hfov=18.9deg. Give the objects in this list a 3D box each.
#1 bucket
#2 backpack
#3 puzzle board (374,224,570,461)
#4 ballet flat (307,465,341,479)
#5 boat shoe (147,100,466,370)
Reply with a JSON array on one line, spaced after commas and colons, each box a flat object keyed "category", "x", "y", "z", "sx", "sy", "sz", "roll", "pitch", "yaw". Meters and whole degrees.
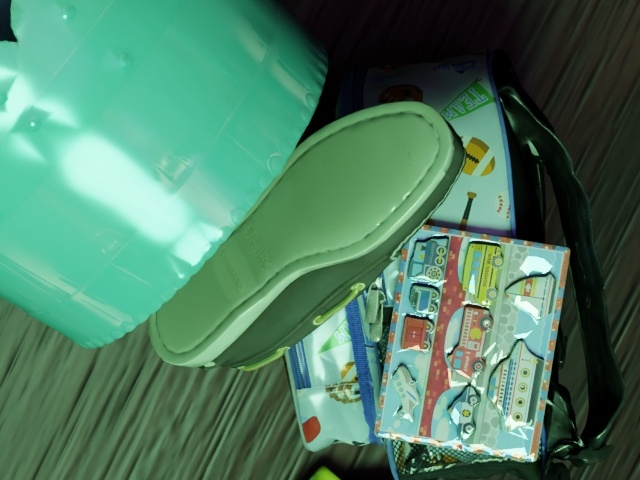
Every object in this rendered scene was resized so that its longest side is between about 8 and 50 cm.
[{"category": "bucket", "x": -0.141, "y": -0.083, "z": 1.149, "sx": 0.183, "sy": 0.281, "sz": 0.281, "roll": 40, "pitch": 91, "yaw": -19}, {"category": "backpack", "x": 0.071, "y": 0.010, "z": 1.243, "sx": 0.213, "sy": 0.276, "sz": 0.263, "roll": -2, "pitch": 100, "yaw": -1}, {"category": "puzzle board", "x": 0.088, "y": 0.059, "z": 1.118, "sx": 0.096, "sy": 0.011, "sz": 0.128, "roll": 9, "pitch": 95, "yaw": 3}, {"category": "ballet flat", "x": 0.084, "y": 0.221, "z": 1.382, "sx": 0.231, "sy": 0.077, "sz": 0.077, "roll": 22, "pitch": 70, "yaw": -17}, {"category": "boat shoe", "x": 0.000, "y": 0.000, "z": 1.104, "sx": 0.228, "sy": 0.081, "sz": 0.069, "roll": -36, "pitch": 148, "yaw": 26}]
